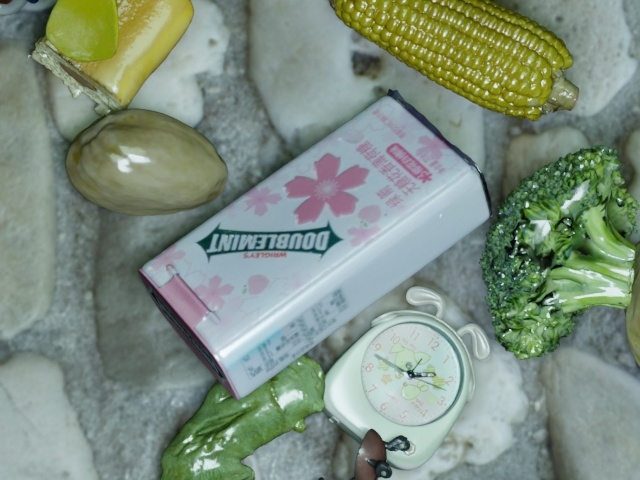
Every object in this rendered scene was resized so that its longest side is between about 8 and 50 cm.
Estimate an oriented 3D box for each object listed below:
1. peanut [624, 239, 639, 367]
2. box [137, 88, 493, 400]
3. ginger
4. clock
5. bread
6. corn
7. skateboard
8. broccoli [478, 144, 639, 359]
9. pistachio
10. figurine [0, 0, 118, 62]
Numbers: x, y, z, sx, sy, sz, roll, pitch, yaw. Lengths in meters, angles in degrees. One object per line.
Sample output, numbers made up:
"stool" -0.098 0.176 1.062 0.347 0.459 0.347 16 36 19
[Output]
"peanut" 0.436 0.136 1.982 0.152 0.152 0.313 -17 87 -10
"box" 0.000 0.000 1.924 0.370 0.112 0.190 -34 52 -11
"ginger" -0.101 0.246 1.912 0.137 0.089 0.290 22 77 30
"clock" 0.100 0.154 1.972 0.151 0.062 0.191 40 78 -1
"bread" -0.232 -0.239 1.964 0.134 0.085 0.173 38 80 2
"corn" 0.154 -0.235 2.010 0.322 0.119 0.119 24 80 0
"skateboard" 0.035 0.272 1.923 0.080 0.067 0.151 26 122 10
"broccoli" 0.271 0.015 1.949 0.176 0.198 0.226 -9 69 23
"pistachio" -0.192 -0.085 1.941 0.186 0.108 0.126 6 108 -15
"figurine" -0.302 -0.339 1.916 0.204 0.284 0.338 52 37 -25
